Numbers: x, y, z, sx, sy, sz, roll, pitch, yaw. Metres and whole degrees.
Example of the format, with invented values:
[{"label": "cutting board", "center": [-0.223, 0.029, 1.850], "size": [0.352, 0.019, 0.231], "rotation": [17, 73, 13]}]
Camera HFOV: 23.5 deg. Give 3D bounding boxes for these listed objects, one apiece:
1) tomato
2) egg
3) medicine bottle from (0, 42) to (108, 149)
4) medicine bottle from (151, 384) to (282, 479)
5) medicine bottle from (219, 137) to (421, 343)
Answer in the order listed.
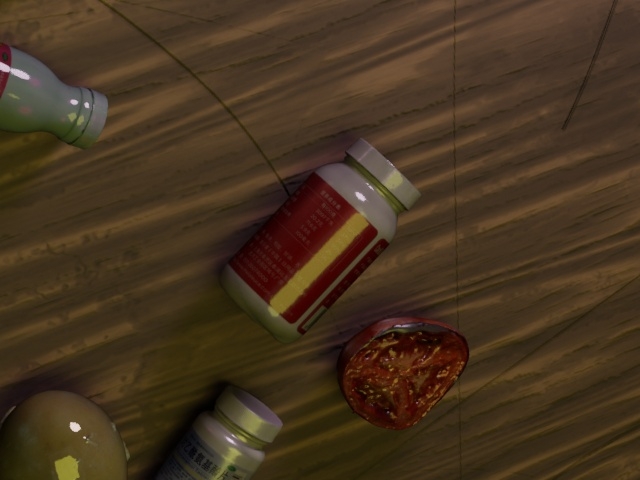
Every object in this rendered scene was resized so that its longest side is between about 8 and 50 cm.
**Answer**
[{"label": "tomato", "center": [0.095, 0.155, 2.029], "size": [0.174, 0.082, 0.166], "rotation": [33, 100, -37]}, {"label": "egg", "center": [-0.311, 0.271, 1.844], "size": [0.164, 0.164, 0.201], "rotation": [-22, 125, -15]}, {"label": "medicine bottle", "center": [-0.340, -0.164, 1.669], "size": [0.216, 0.090, 0.090], "rotation": [20, 103, -32]}, {"label": "medicine bottle", "center": [-0.137, 0.284, 1.964], "size": [0.103, 0.103, 0.187], "rotation": [33, 96, -33]}, {"label": "medicine bottle", "center": [0.000, 0.000, 1.884], "size": [0.250, 0.131, 0.131], "rotation": [-47, 124, 0]}]
